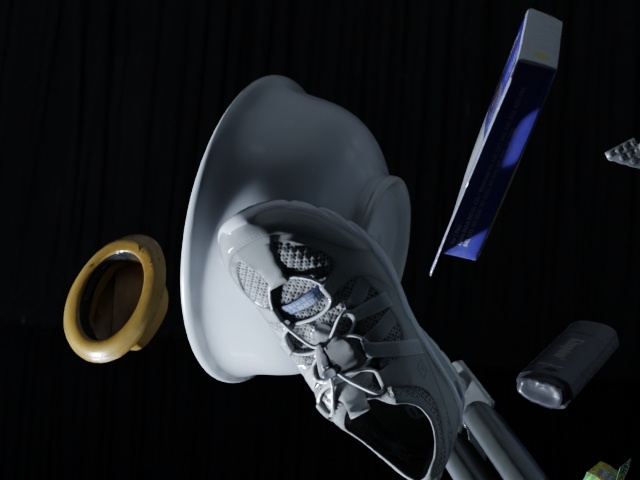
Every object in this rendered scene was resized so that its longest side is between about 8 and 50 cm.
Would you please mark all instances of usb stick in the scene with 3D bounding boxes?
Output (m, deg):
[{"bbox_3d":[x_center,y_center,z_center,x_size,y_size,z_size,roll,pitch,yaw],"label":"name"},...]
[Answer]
[{"bbox_3d":[0.338,0.162,1.389,0.077,0.045,0.278,19,-161,25],"label":"usb stick"}]

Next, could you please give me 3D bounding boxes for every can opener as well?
[{"bbox_3d":[0.162,0.205,0.976,0.095,0.076,0.283,43,-174,-21],"label":"can opener"}]

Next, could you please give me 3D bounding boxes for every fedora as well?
[{"bbox_3d":[-0.270,0.089,1.436,0.194,0.194,0.079,-2,153,35],"label":"fedora"}]

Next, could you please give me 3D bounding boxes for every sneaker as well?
[{"bbox_3d":[0.027,0.083,0.801,0.105,0.115,0.281,-33,115,25],"label":"sneaker"}]

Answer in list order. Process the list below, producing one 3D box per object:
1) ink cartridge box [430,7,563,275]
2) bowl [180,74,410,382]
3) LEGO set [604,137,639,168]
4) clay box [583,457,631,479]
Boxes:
[{"bbox_3d":[0.250,-0.133,1.419,0.072,0.303,0.307,20,-148,3],"label":"ink cartridge box"},{"bbox_3d":[0.000,0.000,0.958,0.134,0.297,0.298,10,174,20],"label":"bowl"},{"bbox_3d":[0.332,0.015,0.866,0.060,0.244,0.182,-31,128,2],"label":"LEGO set"},{"bbox_3d":[0.431,0.448,1.668,0.053,0.222,0.127,26,-173,24],"label":"clay box"}]
